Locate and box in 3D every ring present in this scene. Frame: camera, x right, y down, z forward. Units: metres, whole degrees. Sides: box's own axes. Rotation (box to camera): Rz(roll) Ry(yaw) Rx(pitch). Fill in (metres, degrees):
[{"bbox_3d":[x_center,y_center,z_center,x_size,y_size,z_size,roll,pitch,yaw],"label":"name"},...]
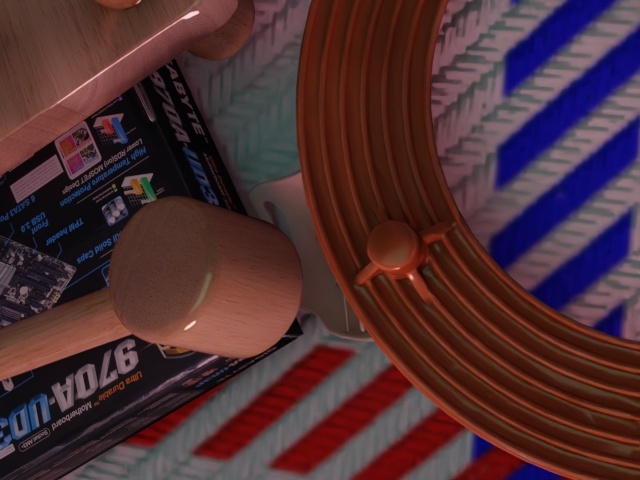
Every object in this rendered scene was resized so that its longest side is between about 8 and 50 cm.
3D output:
[{"bbox_3d":[0.147,-0.067,0.629,0.336,0.032,0.337,-3,79,17],"label":"ring"}]

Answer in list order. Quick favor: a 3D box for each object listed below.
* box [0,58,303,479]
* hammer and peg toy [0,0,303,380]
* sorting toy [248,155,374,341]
[{"bbox_3d":[-0.139,0.020,0.767,0.220,0.051,0.175,-32,73,20],"label":"box"},{"bbox_3d":[-0.163,-0.090,0.687,0.266,0.127,0.361,-30,64,22],"label":"hammer and peg toy"},{"bbox_3d":[0.000,0.000,0.731,0.075,0.045,0.083,0,103,33],"label":"sorting toy"}]
